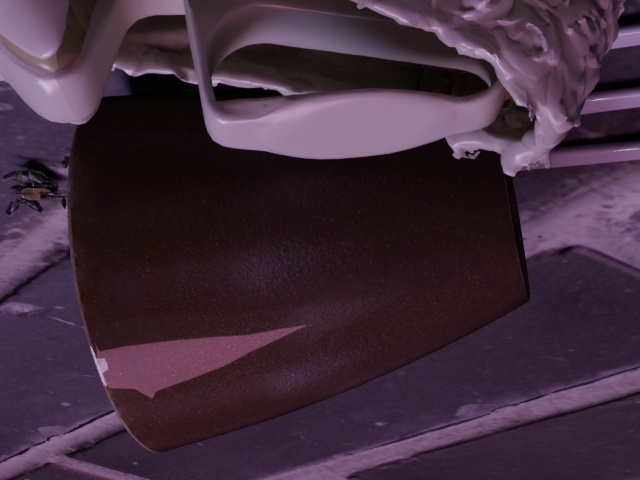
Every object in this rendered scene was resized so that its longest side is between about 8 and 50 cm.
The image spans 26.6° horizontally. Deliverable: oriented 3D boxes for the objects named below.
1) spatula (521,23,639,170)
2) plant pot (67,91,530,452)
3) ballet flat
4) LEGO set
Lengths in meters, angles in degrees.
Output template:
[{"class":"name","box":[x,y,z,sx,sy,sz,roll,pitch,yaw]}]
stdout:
[{"class":"spatula","box":[0.187,-0.085,0.743,0.242,0.019,0.168,-2,155,31]},{"class":"plant pot","box":[0.000,0.000,0.796,0.230,0.215,0.215,-10,152,10]},{"class":"ballet flat","box":[-0.063,-0.112,0.625,0.409,0.147,0.147,8,156,4]},{"class":"LEGO set","box":[-0.193,-0.043,0.956,0.083,0.023,0.054,-15,151,18]}]
